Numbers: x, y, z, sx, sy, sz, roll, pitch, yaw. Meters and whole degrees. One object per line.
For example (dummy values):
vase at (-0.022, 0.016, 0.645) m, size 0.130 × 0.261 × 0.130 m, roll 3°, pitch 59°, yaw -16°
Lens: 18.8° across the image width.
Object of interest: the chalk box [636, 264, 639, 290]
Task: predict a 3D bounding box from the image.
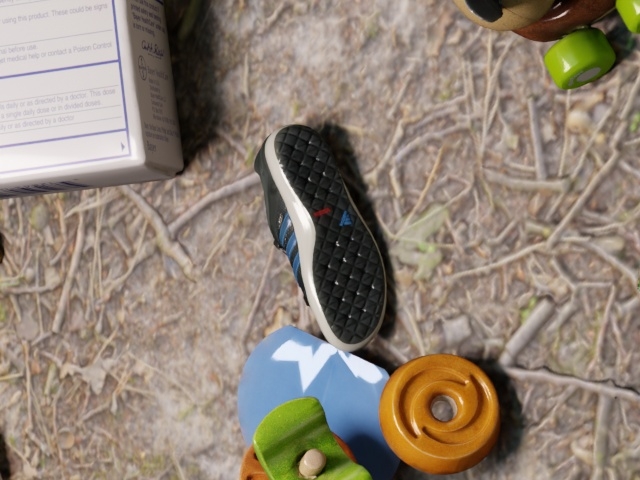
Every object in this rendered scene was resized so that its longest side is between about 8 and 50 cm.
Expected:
chalk box at (0.320, -0.058, 1.332) m, size 0.132 × 0.132 × 0.213 m, roll 18°, pitch 106°, yaw 39°

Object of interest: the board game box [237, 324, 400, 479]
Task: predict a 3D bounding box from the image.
board game box at (0.007, 0.148, 1.681) m, size 0.169 × 0.033 × 0.133 m, roll 23°, pitch 111°, yaw 26°

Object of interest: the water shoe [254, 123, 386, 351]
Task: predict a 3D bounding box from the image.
water shoe at (0.000, 0.000, 1.668) m, size 0.080 × 0.073 × 0.203 m, roll 146°, pitch 110°, yaw -66°

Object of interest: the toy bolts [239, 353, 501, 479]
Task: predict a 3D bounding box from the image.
toy bolts at (0.066, 0.225, 1.593) m, size 0.228 × 0.218 × 0.158 m, roll 58°, pitch 164°, yaw 14°

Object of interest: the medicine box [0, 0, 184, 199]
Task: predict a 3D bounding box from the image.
medicine box at (-0.281, -0.188, 1.760) m, size 0.263 × 0.149 × 0.289 m, roll -7°, pitch 87°, yaw 10°

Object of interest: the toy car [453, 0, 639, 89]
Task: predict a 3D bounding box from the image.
toy car at (0.152, -0.208, 1.427) m, size 0.149 × 0.188 × 0.155 m, roll -39°, pitch 69°, yaw 36°

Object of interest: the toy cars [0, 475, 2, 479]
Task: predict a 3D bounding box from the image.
toy cars at (-0.311, 0.360, 1.942) m, size 0.176 × 0.087 × 0.393 m, roll -46°, pitch 60°, yaw 20°
